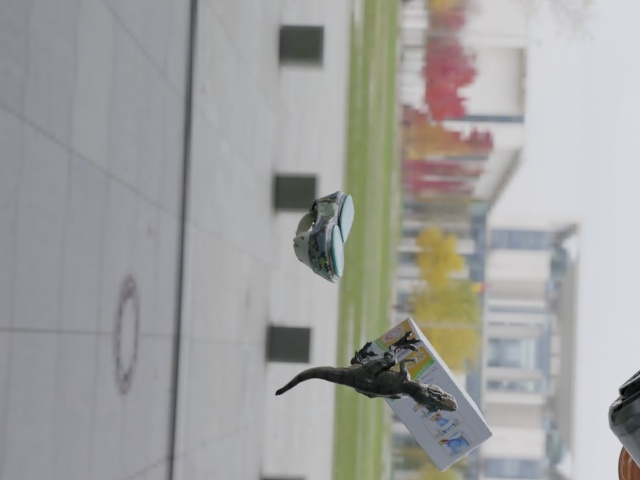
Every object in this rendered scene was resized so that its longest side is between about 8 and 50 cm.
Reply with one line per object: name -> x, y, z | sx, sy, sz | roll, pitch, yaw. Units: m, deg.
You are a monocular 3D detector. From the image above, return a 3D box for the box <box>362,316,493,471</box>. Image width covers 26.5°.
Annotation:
box -> 0.162, 0.237, 2.120 | 0.203, 0.103, 0.114 | 53, 4, -18

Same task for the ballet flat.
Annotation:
ballet flat -> 0.000, 0.000, 1.595 | 0.188, 0.070, 0.070 | -71, 163, -67

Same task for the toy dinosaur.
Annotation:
toy dinosaur -> 0.074, 0.183, 1.911 | 0.118, 0.268, 0.064 | -53, 136, -46

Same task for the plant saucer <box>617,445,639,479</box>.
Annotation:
plant saucer -> 0.592, 0.393, 2.260 | 0.037, 0.199, 0.200 | 91, 3, -57

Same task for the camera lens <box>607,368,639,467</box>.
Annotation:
camera lens -> 0.530, 0.264, 1.778 | 0.274, 0.219, 0.219 | 53, -2, 9
